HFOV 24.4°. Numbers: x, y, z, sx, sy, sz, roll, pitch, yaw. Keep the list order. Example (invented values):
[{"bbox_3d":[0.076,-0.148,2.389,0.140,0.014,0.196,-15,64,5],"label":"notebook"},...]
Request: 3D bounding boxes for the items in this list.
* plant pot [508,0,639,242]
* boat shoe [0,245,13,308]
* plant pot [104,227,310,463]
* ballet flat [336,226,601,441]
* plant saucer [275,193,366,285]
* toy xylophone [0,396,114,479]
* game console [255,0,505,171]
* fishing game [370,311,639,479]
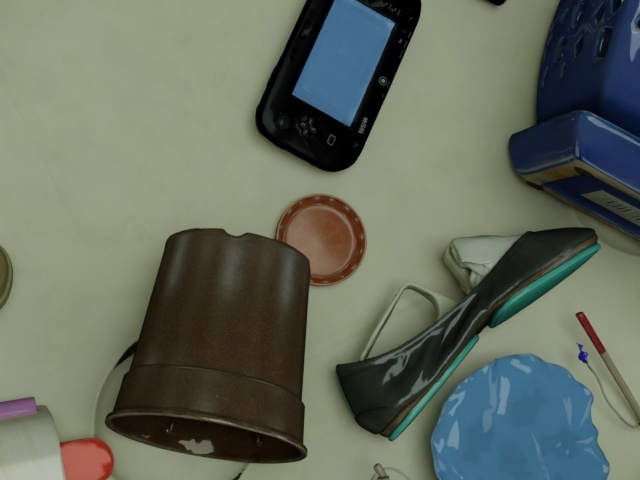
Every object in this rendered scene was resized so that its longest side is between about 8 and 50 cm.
[{"bbox_3d":[0.313,-0.116,1.319,0.236,0.236,0.212,27,83,-8],"label":"plant pot"},{"bbox_3d":[-0.389,0.022,1.176,0.285,0.089,0.104,0,67,-14],"label":"boat shoe"},{"bbox_3d":[-0.082,0.086,1.225,0.167,0.167,0.165,12,71,-12],"label":"plant pot"},{"bbox_3d":[0.126,0.056,1.314,0.280,0.095,0.096,-40,81,-16],"label":"ballet flat"},{"bbox_3d":[0.000,0.000,1.328,0.083,0.013,0.083,2,80,-14],"label":"plant saucer"},{"bbox_3d":[-0.277,0.287,1.177,0.236,0.081,0.322,-1,82,-15],"label":"toy xylophone"},{"bbox_3d":[0.063,-0.229,1.364,0.213,0.044,0.361,26,77,-9],"label":"game console"},{"bbox_3d":[0.178,0.195,1.330,0.264,0.041,0.189,-38,102,-21],"label":"fishing game"}]
